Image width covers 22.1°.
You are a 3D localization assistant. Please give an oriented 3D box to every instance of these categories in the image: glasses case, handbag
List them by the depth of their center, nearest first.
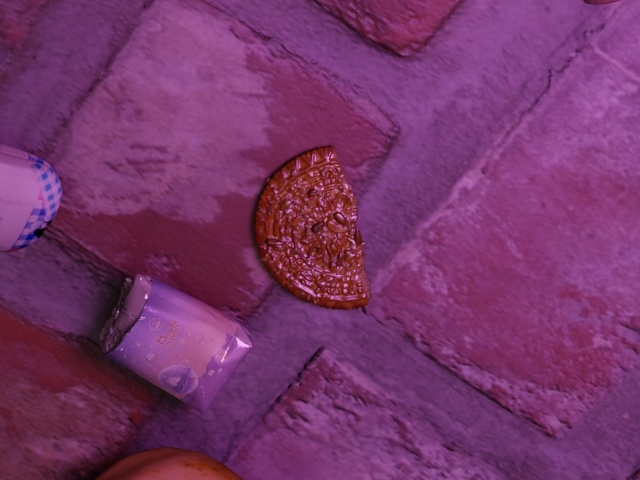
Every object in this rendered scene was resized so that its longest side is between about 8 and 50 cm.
[{"bbox_3d":[-0.441,-0.065,1.787,0.328,0.076,0.125,14,119,-32],"label":"glasses case"},{"bbox_3d":[-0.177,0.111,1.911,0.173,0.095,0.117,31,105,-21],"label":"handbag"}]

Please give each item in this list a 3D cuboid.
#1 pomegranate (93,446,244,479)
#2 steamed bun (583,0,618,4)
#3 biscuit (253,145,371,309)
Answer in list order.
[{"bbox_3d":[-0.155,0.398,1.924,0.343,0.342,0.342,0,114,0],"label":"pomegranate"},{"bbox_3d":[0.368,-0.378,1.640,0.301,0.199,0.251,-21,95,0],"label":"steamed bun"},{"bbox_3d":[-0.012,-0.004,1.889,0.126,0.025,0.206,-12,113,5],"label":"biscuit"}]
